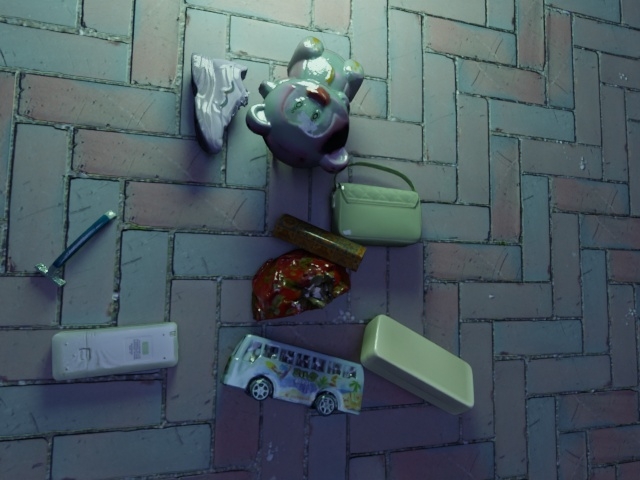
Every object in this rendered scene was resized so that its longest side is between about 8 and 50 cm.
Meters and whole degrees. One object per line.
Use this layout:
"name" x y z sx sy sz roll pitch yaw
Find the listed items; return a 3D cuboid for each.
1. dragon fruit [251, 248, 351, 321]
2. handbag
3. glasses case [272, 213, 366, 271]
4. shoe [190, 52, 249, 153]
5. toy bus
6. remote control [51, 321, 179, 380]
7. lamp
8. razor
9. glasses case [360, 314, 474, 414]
"dragon fruit" -0.033 0.090 0.947 0.261 0.211 0.134 -20 100 -22
"handbag" 0.146 -0.095 1.078 0.255 0.079 0.220 5 78 -16
"glasses case" 0.000 0.000 0.983 0.218 0.075 0.049 24 113 7
"shoe" -0.232 -0.322 0.973 0.137 0.095 0.245 -4 80 -14
"toy bus" -0.061 0.321 0.969 0.329 0.109 0.136 19 71 -14
"remote control" -0.442 0.239 0.898 0.249 0.034 0.103 -3 87 -16
"lamp" -0.035 -0.301 0.977 0.247 0.247 0.301 26 57 -17
"razor" -0.521 0.007 0.891 0.068 0.037 0.191 42 76 -8
"glasses case" 0.249 0.317 1.044 0.312 0.070 0.131 31 42 -12
